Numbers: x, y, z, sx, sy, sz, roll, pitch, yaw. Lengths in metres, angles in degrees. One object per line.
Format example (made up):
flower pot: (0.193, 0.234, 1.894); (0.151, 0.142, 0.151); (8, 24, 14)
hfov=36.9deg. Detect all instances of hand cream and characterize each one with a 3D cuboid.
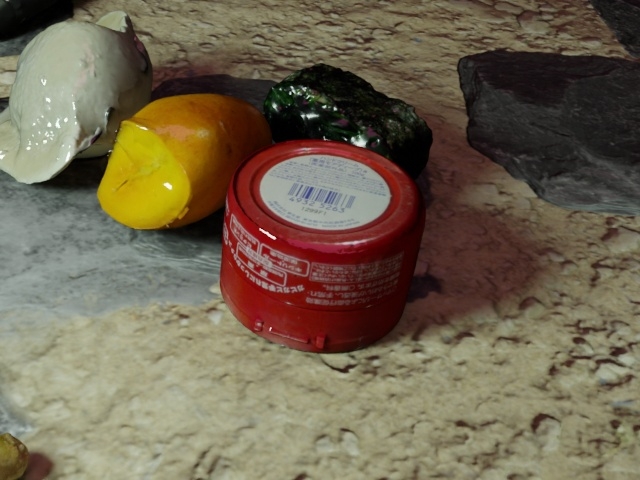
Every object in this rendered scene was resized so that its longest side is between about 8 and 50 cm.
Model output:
hand cream: (0.000, 0.000, 1.067); (0.230, 0.149, 0.230); (4, 40, -3)

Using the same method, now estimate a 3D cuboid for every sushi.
sushi: (0.029, -0.139, 1.270); (0.225, 0.124, 0.127); (35, 44, 21)

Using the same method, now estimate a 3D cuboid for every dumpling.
dumpling: (-0.341, -0.188, 1.246); (0.227, 0.175, 0.243); (-10, 16, 24)

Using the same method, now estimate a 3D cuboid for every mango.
mango: (-0.142, -0.102, 1.156); (0.138, 0.187, 0.257); (50, 37, 3)

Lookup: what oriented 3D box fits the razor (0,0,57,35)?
razor: (-0.494, -0.435, 1.555); (0.189, 0.107, 0.327); (24, 40, 13)

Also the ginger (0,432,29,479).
ginger: (-0.398, 0.177, 0.816); (0.288, 0.075, 0.089); (9, 61, -8)
